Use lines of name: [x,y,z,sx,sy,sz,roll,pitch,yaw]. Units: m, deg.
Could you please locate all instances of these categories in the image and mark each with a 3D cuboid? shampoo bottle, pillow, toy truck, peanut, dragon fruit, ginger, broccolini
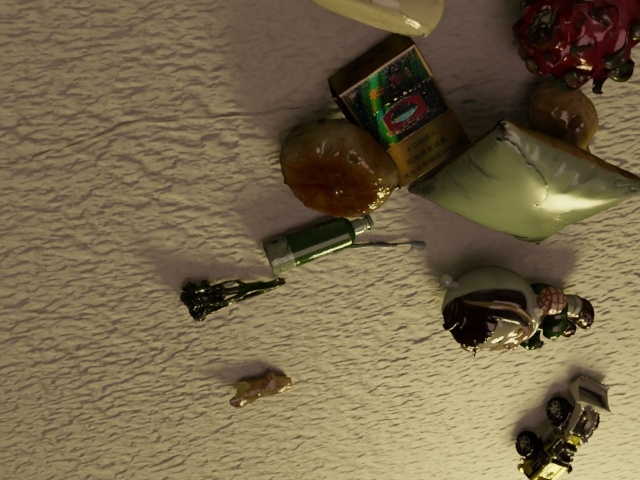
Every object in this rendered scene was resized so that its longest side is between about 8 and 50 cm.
shampoo bottle: [0.000,0.000,1.667,0.205,0.065,0.065,-21,128,-4]
pillow: [0.357,-0.094,1.607,0.313,0.119,0.310,18,158,-19]
toy truck: [0.577,0.453,2.147,0.136,0.111,0.285,22,112,-28]
peanut: [0.443,-0.187,1.654,0.120,0.110,0.236,-32,130,-6]
dragon fruit: [0.449,-0.361,1.490,0.273,0.218,0.198,-38,164,3]
ginger: [-0.122,0.298,1.846,0.137,0.044,0.057,-16,98,-15]
broccolini: [-0.163,0.094,1.697,0.201,0.058,0.074,-16,143,-27]

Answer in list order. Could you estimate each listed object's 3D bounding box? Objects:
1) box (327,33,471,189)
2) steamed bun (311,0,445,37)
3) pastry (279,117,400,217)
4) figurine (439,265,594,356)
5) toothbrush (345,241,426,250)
box: [0.135,-0.217,1.553,0.159,0.071,0.240,-33,128,9]
steamed bun: [0.081,-0.391,1.352,0.228,0.177,0.130,16,96,-22]
pastry: [0.031,-0.116,1.533,0.182,0.093,0.192,-13,135,33]
figurine: [0.391,0.142,1.839,0.370,0.167,0.281,7,151,-33]
toothbrush: [0.112,0.011,1.740,0.193,0.013,0.019,0,132,-20]
